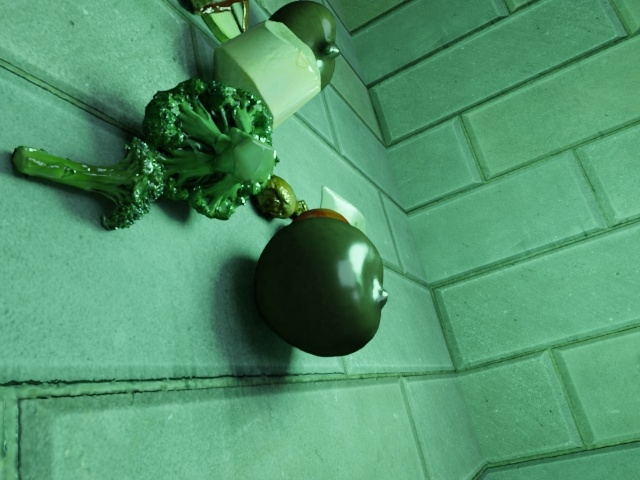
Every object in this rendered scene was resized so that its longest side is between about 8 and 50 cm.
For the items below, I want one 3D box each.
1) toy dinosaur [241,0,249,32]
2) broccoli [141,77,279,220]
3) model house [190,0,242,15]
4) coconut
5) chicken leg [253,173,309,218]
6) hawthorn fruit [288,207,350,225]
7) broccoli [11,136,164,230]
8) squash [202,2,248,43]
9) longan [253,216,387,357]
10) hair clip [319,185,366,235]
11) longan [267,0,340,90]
[{"bbox_3d":[-0.249,-0.787,1.348,0.208,0.097,0.431,23,72,-63],"label":"toy dinosaur"},{"bbox_3d":[-0.182,-0.154,0.863,0.270,0.270,0.270,25,-20,50],"label":"broccoli"},{"bbox_3d":[-0.254,-0.689,1.211,0.160,0.254,0.195,-122,-169,-78],"label":"model house"},{"bbox_3d":[-0.146,-0.394,1.195,0.239,0.244,0.239,48,-14,16],"label":"coconut"},{"bbox_3d":[-0.087,-0.100,1.245,0.251,0.087,0.107,20,62,-70],"label":"chicken leg"},{"bbox_3d":[0.000,0.000,1.225,0.173,0.173,0.172,50,28,-39],"label":"hawthorn fruit"},{"bbox_3d":[-0.321,-0.092,0.692,0.204,0.122,0.118,6,49,-51],"label":"broccoli"},{"bbox_3d":[-0.285,-0.648,1.366,0.219,0.041,0.219,42,37,-44],"label":"squash"},{"bbox_3d":[0.001,0.097,1.007,0.297,0.297,0.297,50,28,-39],"label":"longan"},{"bbox_3d":[0.057,-0.012,1.409,0.172,0.113,0.282,-62,152,-11],"label":"hair clip"},{"bbox_3d":[-0.065,-0.592,1.510,0.243,0.300,0.300,-6,74,-44],"label":"longan"}]
